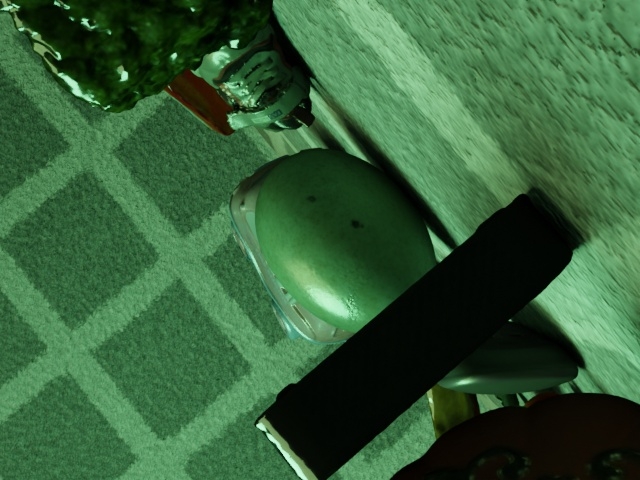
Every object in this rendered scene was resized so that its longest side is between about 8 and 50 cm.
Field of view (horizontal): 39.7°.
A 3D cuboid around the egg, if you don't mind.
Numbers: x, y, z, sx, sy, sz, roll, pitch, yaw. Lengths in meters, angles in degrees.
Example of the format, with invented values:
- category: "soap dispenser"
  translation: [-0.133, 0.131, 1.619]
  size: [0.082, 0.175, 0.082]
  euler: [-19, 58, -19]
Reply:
- category: "egg"
  translation: [0.027, 0.001, 0.976]
  size: [0.236, 0.169, 0.169]
  euler: [52, 180, 19]

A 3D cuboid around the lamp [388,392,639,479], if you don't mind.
- category: "lamp"
  translation: [0.146, 0.232, 0.484]
  size: [0.303, 0.303, 0.257]
  euler: [49, 174, 43]

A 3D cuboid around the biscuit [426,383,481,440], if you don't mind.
- category: "biscuit"
  translation: [0.166, 0.201, 1.159]
  size: [0.359, 0.074, 0.381]
  euler: [72, -169, -69]

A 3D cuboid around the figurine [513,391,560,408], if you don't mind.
- category: "figurine"
  translation: [0.253, 0.254, 0.877]
  size: [0.193, 0.154, 0.421]
  euler: [43, 176, 38]

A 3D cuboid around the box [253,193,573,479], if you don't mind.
- category: "box"
  translation: [0.069, 0.075, 0.657]
  size: [0.058, 0.211, 0.350]
  euler: [48, 178, 9]

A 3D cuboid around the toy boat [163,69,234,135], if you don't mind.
- category: "toy boat"
  translation: [-0.208, -0.292, 1.236]
  size: [0.133, 0.145, 0.332]
  euler: [41, 177, 40]

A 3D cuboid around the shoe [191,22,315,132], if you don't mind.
- category: "shoe"
  translation: [-0.066, -0.162, 0.937]
  size: [0.125, 0.099, 0.227]
  euler: [58, -175, 6]

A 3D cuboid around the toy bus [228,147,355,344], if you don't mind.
- category: "toy bus"
  translation: [0.000, 0.000, 1.260]
  size: [0.294, 0.197, 0.232]
  euler: [63, 170, 7]

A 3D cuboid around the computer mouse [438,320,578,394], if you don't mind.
- category: "computer mouse"
  translation: [0.168, 0.117, 0.864]
  size: [0.232, 0.120, 0.057]
  euler: [-155, 63, -86]

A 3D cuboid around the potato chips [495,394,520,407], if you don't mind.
- category: "potato chips"
  translation: [0.379, 0.349, 1.514]
  size: [0.228, 0.059, 0.167]
  euler: [50, 169, 26]

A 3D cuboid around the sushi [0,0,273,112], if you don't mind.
- category: "sushi"
  translation: [-0.211, -0.288, 0.731]
  size: [0.352, 0.178, 0.294]
  euler: [54, 179, 45]
